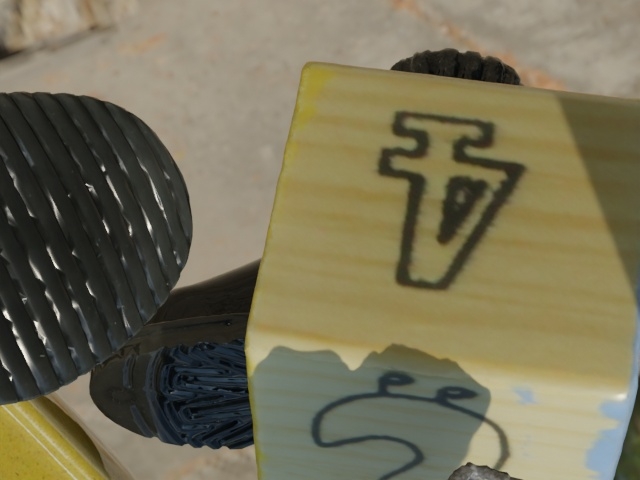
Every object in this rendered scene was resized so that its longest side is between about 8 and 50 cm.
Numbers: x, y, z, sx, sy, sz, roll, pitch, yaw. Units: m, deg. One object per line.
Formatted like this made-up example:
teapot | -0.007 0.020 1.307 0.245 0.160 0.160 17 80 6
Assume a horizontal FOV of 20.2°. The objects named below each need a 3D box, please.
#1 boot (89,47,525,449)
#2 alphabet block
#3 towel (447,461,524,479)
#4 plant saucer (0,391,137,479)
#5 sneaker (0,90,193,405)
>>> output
boot | 0.002 0.003 1.299 0.348 0.260 0.131 -9 138 0
alphabet block | 0.073 0.036 1.001 0.197 0.193 0.192 7 146 6
towel | 0.083 0.273 0.768 0.121 0.283 0.235 -8 136 -18
plant saucer | -0.244 0.206 1.093 0.081 0.333 0.333 8 -122 35
sneaker | -0.209 0.035 0.696 0.330 0.122 0.146 -27 -169 -27
